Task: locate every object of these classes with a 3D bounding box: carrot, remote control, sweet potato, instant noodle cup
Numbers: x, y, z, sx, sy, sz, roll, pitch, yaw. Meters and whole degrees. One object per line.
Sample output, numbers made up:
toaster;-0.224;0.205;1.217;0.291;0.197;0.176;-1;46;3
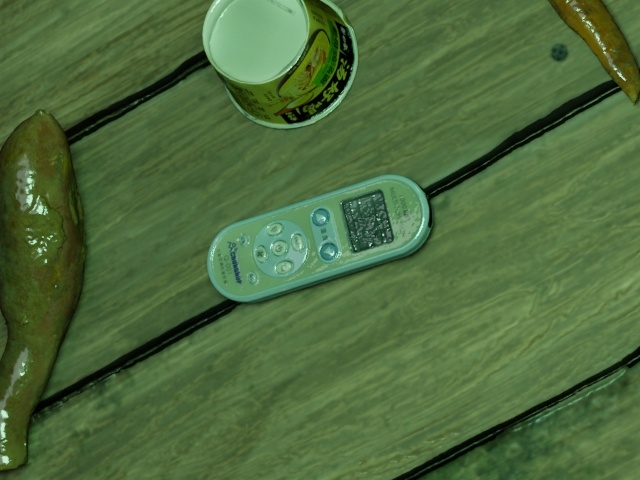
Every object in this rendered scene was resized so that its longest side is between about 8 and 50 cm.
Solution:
carrot;0.261;-0.232;1.964;0.057;0.057;0.224;-35;76;11
remote control;0.000;0.000;2.016;0.244;0.047;0.087;-17;73;16
sweet potato;-0.304;0.053;2.083;0.109;0.109;0.385;7;96;19
instant noodle cup;-0.047;-0.197;2.022;0.151;0.122;0.151;-2;82;16
